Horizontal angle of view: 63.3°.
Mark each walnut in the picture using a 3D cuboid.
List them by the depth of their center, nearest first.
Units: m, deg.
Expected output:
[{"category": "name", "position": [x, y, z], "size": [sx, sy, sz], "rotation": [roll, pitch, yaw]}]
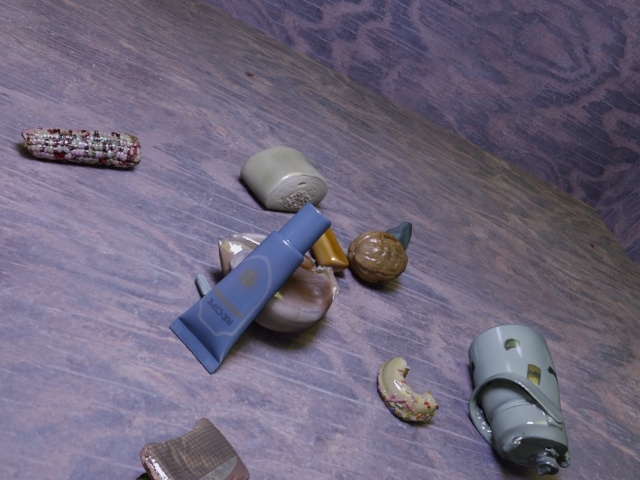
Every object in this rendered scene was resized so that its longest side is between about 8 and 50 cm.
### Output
[{"category": "walnut", "position": [0.172, 0.050, 1.519], "size": [0.184, 0.155, 0.155], "rotation": [15, 37, -29]}]

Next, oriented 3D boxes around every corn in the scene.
[{"category": "corn", "position": [-0.588, -0.231, 1.299], "size": [0.280, 0.092, 0.092], "rotation": [-3, 47, -37]}]

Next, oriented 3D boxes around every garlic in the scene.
[{"category": "garlic", "position": [-0.099, 0.101, 1.221], "size": [0.325, 0.132, 0.279], "rotation": [15, 23, -26]}]

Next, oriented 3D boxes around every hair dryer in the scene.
[{"category": "hair dryer", "position": [-0.245, 0.123, 1.165], "size": [0.082, 0.047, 0.137], "rotation": [2, 36, -40]}]

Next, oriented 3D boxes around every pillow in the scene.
[{"category": "pillow", "position": [-0.196, 0.361, 0.836], "size": [0.135, 0.034, 0.211], "rotation": [47, 10, 16]}]

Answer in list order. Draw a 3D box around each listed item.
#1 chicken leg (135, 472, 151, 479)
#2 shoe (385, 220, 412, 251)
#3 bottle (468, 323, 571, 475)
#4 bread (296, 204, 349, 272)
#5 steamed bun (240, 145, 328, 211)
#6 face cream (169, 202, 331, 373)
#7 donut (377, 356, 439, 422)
[{"category": "chicken leg", "position": [-0.217, 0.424, 0.773], "size": [0.178, 0.070, 0.093], "rotation": [48, 29, 10]}, {"category": "shoe", "position": [0.253, -0.004, 1.749], "size": [0.078, 0.079, 0.195], "rotation": [7, 31, 28]}, {"category": "bottle", "position": [0.484, 0.397, 1.286], "size": [0.229, 0.229, 0.352], "rotation": [26, 36, -11]}, {"category": "bread", "position": [0.000, 0.000, 1.504], "size": [0.092, 0.074, 0.239], "rotation": [22, 32, -46]}, {"category": "steamed bun", "position": [-0.105, -0.200, 1.603], "size": [0.250, 0.155, 0.200], "rotation": [-2, 46, -46]}, {"category": "face cream", "position": [-0.132, 0.082, 1.054], "size": [0.135, 0.385, 0.086], "rotation": [43, -2, 15]}, {"category": "donut", "position": [0.195, 0.350, 1.218], "size": [0.108, 0.065, 0.166], "rotation": [-2, 46, -42]}]
